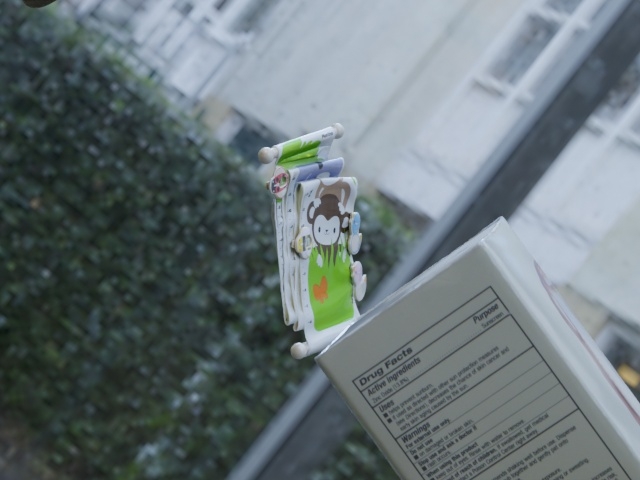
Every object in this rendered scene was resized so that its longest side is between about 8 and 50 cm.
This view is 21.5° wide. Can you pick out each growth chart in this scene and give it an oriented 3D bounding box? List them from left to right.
[{"bbox_3d":[0.000,0.000,1.685,0.021,0.237,0.172,3,20,31],"label":"growth chart"}]

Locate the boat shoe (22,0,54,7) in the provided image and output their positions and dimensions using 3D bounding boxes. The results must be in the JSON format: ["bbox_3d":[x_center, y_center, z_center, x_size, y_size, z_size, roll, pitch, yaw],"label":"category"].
[{"bbox_3d":[-0.170,-0.235,1.252,0.049,0.152,0.056,49,-13,17],"label":"boat shoe"}]

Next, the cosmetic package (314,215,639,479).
[{"bbox_3d":[0.150,0.149,1.198,0.296,0.153,0.129,55,16,-1],"label":"cosmetic package"}]
